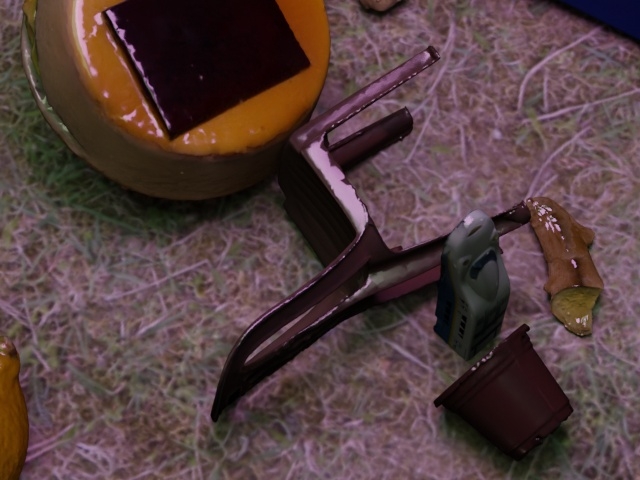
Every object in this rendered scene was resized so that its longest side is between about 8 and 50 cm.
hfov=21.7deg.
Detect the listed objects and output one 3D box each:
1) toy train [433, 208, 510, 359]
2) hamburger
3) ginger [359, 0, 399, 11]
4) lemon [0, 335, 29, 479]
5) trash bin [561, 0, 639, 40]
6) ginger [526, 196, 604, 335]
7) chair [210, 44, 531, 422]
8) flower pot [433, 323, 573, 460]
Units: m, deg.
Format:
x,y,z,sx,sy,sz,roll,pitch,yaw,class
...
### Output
x,y,z,sx,sy,sz,roll,pitch,yaw,class
0.133,0.038,1.442,0.052,0.234,0.051,-41,73,-14,toy train
-0.133,-0.182,1.560,0.300,0.176,0.300,6,76,-24,hamburger
-0.036,-0.288,1.690,0.259,0.065,0.149,34,85,10,ginger
-0.349,0.178,1.435,0.187,0.187,0.244,35,73,16,lemon
0.264,-0.301,1.631,0.234,0.184,0.162,32,72,3,trash bin
0.230,0.019,1.552,0.057,0.044,0.137,-19,64,14,ginger
0.000,0.000,1.501,0.326,0.175,0.183,-29,77,-16,chair
0.168,0.141,1.473,0.111,0.111,0.089,-39,82,-13,flower pot
